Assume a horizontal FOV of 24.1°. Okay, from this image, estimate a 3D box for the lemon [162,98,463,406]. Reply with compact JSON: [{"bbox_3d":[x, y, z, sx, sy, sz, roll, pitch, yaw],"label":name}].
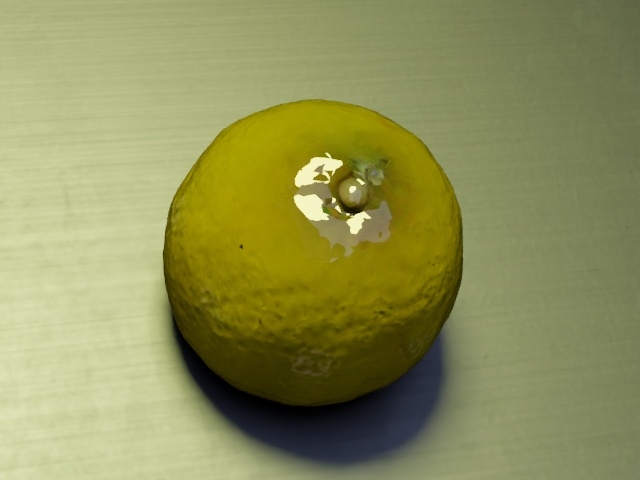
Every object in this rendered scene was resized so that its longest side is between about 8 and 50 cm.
[{"bbox_3d":[0.000,0.000,1.160,0.240,0.219,0.240,7,62,-13],"label":"lemon"}]
